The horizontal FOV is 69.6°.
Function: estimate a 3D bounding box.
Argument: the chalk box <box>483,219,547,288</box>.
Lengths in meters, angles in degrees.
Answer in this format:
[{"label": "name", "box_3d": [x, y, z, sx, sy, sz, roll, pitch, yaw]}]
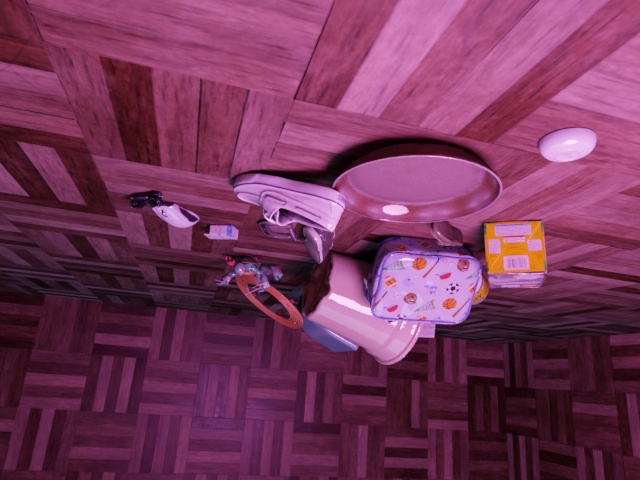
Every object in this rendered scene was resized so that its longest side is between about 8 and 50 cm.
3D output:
[{"label": "chalk box", "box_3d": [0.485, 0.045, 1.156, 0.132, 0.132, 0.213, -3, 163, 20]}]

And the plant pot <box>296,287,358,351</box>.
[{"label": "plant pot", "box_3d": [0.039, 0.295, 1.914, 0.252, 0.247, 0.247, 29, 157, -13]}]

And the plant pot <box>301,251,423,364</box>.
[{"label": "plant pot", "box_3d": [0.118, 0.190, 1.466, 0.306, 0.333, 0.334, 22, 158, -17]}]

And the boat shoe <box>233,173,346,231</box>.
[{"label": "boat shoe", "box_3d": [-0.078, -0.072, 0.915, 0.258, 0.084, 0.095, 11, 164, 31]}]

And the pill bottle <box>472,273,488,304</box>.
[{"label": "pill bottle", "box_3d": [0.483, 0.147, 1.508, 0.118, 0.117, 0.208, -5, 161, 27]}]

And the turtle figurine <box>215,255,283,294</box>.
[{"label": "turtle figurine", "box_3d": [-0.239, 0.113, 1.581, 0.175, 0.118, 0.234, 12, -176, 27]}]

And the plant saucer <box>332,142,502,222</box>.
[{"label": "plant saucer", "box_3d": [0.178, -0.106, 0.874, 0.311, 0.050, 0.310, 4, 164, 1]}]

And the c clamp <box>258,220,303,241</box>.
[{"label": "c clamp", "box_3d": [-0.097, -0.025, 1.261, 0.137, 0.022, 0.160, 6, 165, 12]}]

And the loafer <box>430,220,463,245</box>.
[{"label": "loafer", "box_3d": [0.305, -0.012, 1.137, 0.050, 0.056, 0.148, -17, 154, 36]}]

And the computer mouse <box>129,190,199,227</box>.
[{"label": "computer mouse", "box_3d": [-0.376, -0.067, 1.147, 0.106, 0.042, 0.193, -5, 160, 26]}]

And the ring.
[{"label": "ring", "box_3d": [-0.203, 0.238, 1.861, 0.337, 0.032, 0.336, 30, 153, 17]}]

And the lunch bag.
[{"label": "lunch bag", "box_3d": [0.274, 0.120, 1.274, 0.304, 0.243, 0.115, 6, -154, -7]}]

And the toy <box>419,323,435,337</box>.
[{"label": "toy", "box_3d": [0.314, 0.200, 1.533, 0.137, 0.237, 0.056, -10, 146, 38]}]

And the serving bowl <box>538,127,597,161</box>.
[{"label": "serving bowl", "box_3d": [0.391, -0.145, 0.729, 0.083, 0.027, 0.083, 3, 164, 1]}]

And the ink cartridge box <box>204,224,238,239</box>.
[{"label": "ink cartridge box", "box_3d": [-0.278, -0.023, 1.290, 0.083, 0.028, 0.048, 1, 162, 11]}]

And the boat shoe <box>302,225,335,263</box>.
[{"label": "boat shoe", "box_3d": [0.000, 0.000, 1.213, 0.069, 0.081, 0.227, -39, 169, -12]}]
